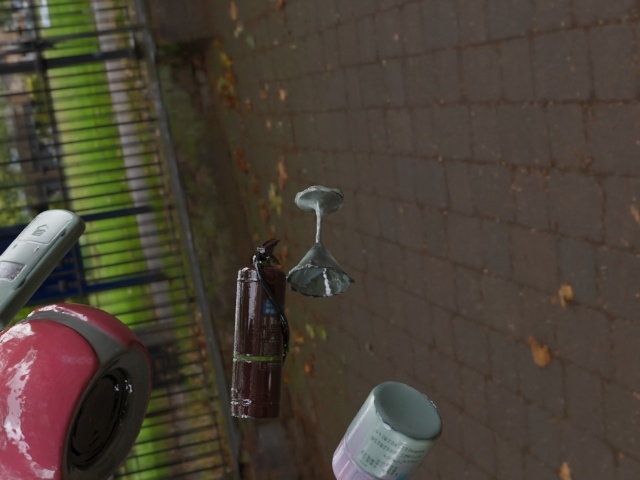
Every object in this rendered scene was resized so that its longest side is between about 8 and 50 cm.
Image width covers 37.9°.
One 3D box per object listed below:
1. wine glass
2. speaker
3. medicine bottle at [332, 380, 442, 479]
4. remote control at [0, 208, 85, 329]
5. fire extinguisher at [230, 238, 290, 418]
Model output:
[{"bbox_3d":[0.000,0.000,1.688,0.122,0.122,0.182,104,171,-58],"label":"wine glass"},{"bbox_3d":[-0.384,0.240,1.366,0.294,0.294,0.294,170,90,-76],"label":"speaker"},{"bbox_3d":[0.106,0.329,1.517,0.168,0.135,0.135,-60,34,29],"label":"medicine bottle"},{"bbox_3d":[-0.599,0.053,1.882,0.140,0.296,0.056,7,140,35],"label":"remote control"},{"bbox_3d":[-0.107,0.162,1.775,0.141,0.105,0.341,21,-108,-75],"label":"fire extinguisher"}]
